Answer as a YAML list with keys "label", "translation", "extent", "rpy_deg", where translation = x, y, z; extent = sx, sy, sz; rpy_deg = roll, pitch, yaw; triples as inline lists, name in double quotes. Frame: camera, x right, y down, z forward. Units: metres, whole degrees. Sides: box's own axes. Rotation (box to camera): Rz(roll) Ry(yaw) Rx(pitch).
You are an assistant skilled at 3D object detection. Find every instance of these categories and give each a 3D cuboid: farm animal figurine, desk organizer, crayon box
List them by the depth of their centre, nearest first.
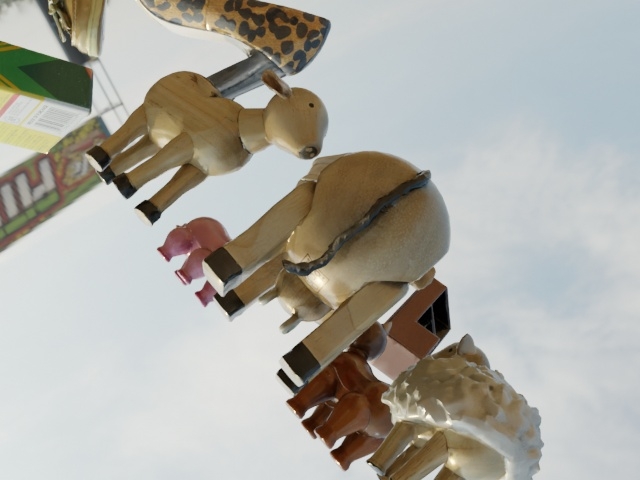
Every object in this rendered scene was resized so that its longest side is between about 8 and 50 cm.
- label: "farm animal figurine"
  translation: [0.000, 0.000, 0.561]
  extent: [0.172, 0.330, 0.327]
  rpy_deg: [-40, -171, -13]
- label: "desk organizer"
  translation: [0.097, 0.089, 0.799]
  extent: [0.050, 0.047, 0.130]
  rpy_deg: [35, -145, 13]
- label: "crayon box"
  translation: [-0.537, -0.235, 1.219]
  extent: [0.202, 0.318, 0.081]
  rpy_deg: [-21, -116, 48]

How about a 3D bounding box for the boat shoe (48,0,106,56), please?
- label: "boat shoe"
  translation: [-0.343, -0.344, 1.086]
  extent: [0.089, 0.105, 0.285]
  rpy_deg: [-1, -139, -23]

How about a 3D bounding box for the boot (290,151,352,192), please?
- label: "boot"
  translation: [0.065, -0.069, 1.101]
  extent: [0.258, 0.095, 0.123]
  rpy_deg: [8, -120, 38]

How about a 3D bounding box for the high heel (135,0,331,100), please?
- label: "high heel"
  translation: [-0.111, -0.288, 0.886]
  extent: [0.186, 0.261, 0.093]
  rpy_deg: [-24, -178, 6]
